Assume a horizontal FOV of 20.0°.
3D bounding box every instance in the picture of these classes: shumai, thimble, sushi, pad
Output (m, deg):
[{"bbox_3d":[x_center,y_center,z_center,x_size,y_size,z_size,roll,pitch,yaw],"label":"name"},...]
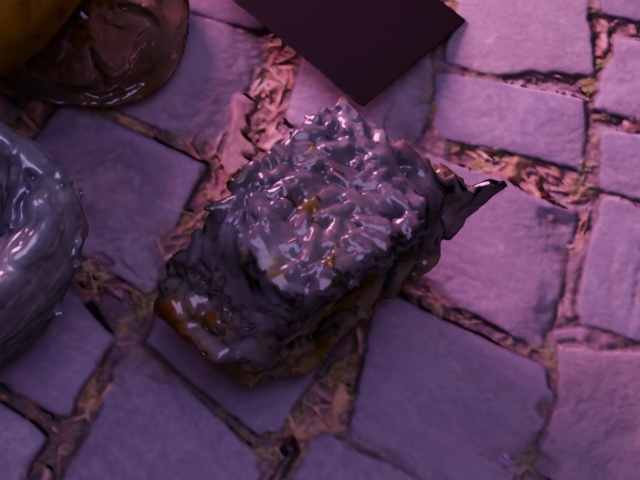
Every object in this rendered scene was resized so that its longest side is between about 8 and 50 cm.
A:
[{"bbox_3d":[-0.208,-0.211,1.533,0.201,0.120,0.201,2,66,-6],"label":"shumai"},{"bbox_3d":[-0.302,0.005,1.390,0.250,0.172,0.204,-6,70,-9],"label":"thimble"},{"bbox_3d":[0.000,0.000,1.427,0.274,0.184,0.139,-38,77,-24],"label":"sushi"},{"bbox_3d":[-0.007,-0.234,1.617,0.245,0.006,0.170,39,51,10],"label":"pad"}]

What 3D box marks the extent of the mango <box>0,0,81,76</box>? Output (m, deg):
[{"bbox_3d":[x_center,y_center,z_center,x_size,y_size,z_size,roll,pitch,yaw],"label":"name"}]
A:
[{"bbox_3d":[-0.296,-0.229,1.407,0.182,0.365,0.252,30,56,-33],"label":"mango"}]
